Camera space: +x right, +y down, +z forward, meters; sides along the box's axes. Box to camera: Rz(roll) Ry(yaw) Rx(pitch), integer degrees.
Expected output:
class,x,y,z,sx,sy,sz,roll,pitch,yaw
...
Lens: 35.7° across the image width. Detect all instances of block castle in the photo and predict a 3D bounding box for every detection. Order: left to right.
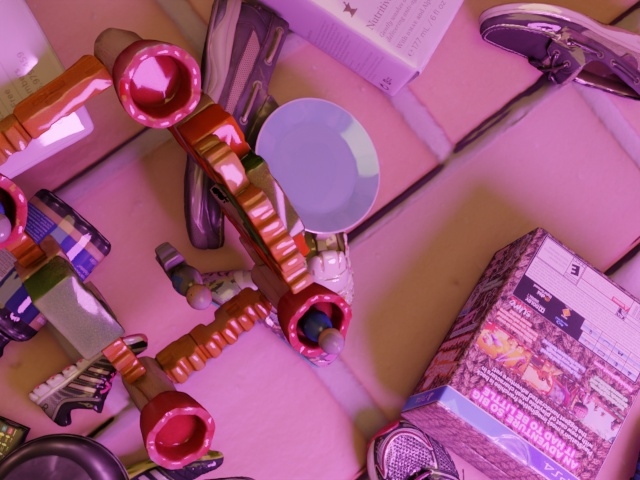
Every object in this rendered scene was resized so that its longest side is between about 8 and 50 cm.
class,x,y,z,sx,sy,sz,roll,pitch,yaw
block castle,-0.175,0.019,1.101,0.303,0.213,0.453,-38,126,-8

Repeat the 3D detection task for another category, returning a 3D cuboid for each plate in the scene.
class,x,y,z,sx,sy,sz,roll,pitch,yaw
plate,-0.006,-0.099,1.331,0.188,0.024,0.188,7,76,-27

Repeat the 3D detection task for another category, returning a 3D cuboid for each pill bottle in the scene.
class,x,y,z,sx,sy,sz,roll,pitch,yaw
pill bottle,-0.385,0.051,1.277,0.123,0.123,0.219,40,79,-3

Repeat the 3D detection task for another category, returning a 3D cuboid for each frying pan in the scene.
class,x,y,z,sx,sy,sz,roll,pitch,yaw
frying pan,-0.255,0.333,1.156,0.326,0.053,0.197,11,67,10

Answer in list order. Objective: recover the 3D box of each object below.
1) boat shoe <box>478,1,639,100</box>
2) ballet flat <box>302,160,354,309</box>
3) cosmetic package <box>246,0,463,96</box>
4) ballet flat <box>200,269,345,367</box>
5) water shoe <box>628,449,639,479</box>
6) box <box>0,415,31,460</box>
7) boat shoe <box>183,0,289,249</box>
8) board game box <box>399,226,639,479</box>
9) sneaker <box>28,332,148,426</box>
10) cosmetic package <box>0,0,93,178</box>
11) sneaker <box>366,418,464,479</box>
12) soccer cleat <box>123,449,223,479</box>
class,x,y,z,sx,sy,sz,roll,pitch,yaw
boat shoe,0.366,-0.274,1.459,0.285,0.103,0.092,12,76,-14
ballet flat,0.000,0.000,1.373,0.091,0.077,0.241,-10,85,-13
cosmetic package,0.012,-0.401,1.384,0.385,0.156,0.217,31,81,-6
ballet flat,-0.061,0.088,1.347,0.221,0.077,0.079,33,112,-7
water shoe,0.467,0.336,1.419,0.073,0.080,0.203,34,54,-7
box,-0.424,0.250,1.276,0.083,0.062,0.052,23,79,-7
boat shoe,-0.108,-0.160,1.347,0.130,0.132,0.355,9,83,-8
board game box,0.291,0.174,1.345,0.232,0.141,0.291,36,69,-4
sneaker,-0.293,0.186,1.308,0.170,0.063,0.075,-32,89,-7
cosmetic package,-0.534,-0.206,1.119,0.393,0.329,0.327,-33,127,-13
sneaker,0.170,0.376,1.339,0.121,0.112,0.299,-31,88,-12
soccer cleat,-0.212,0.319,1.311,0.179,0.060,0.072,-13,95,-5
